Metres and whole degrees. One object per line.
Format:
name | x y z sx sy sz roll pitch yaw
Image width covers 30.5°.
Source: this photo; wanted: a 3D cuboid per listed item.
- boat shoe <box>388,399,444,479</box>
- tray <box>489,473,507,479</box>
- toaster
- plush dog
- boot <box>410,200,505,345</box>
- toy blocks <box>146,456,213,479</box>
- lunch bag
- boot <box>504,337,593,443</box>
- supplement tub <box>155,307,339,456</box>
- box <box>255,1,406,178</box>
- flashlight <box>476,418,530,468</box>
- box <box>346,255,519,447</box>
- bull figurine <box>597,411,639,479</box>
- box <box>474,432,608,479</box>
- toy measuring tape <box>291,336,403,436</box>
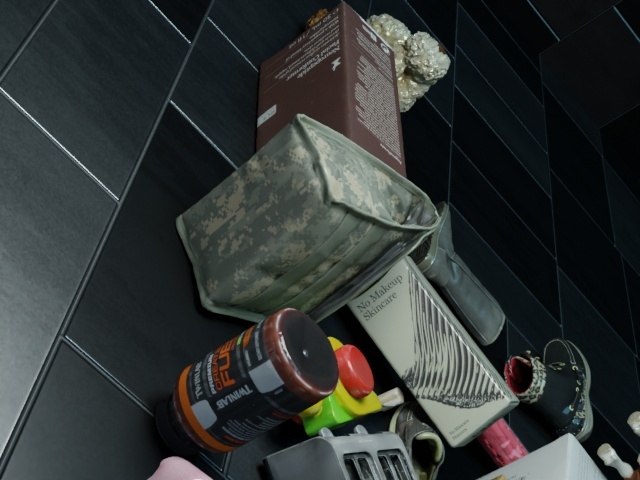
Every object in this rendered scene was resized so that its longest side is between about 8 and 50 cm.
boat shoe | 0.136 0.291 1.615 0.080 0.073 0.223 50 28 -13
tray | 0.190 0.447 1.314 0.203 0.076 0.411 57 24 -1
toaster | 0.036 0.315 1.383 0.168 0.110 0.186 10 53 -55
plush dog | 0.066 -0.313 2.076 0.225 0.211 0.262 25 11 -26
boot | 0.248 0.056 2.054 0.208 0.076 0.190 39 46 -19
toy blocks | -0.222 0.323 0.883 0.260 0.309 0.288 19 12 27
lunch bag | 0.000 0.000 1.517 0.287 0.235 0.169 21 39 -49
boot | 0.408 0.236 2.121 0.178 0.085 0.236 38 33 -29
supplement tub | -0.084 0.159 1.249 0.106 0.198 0.106 41 30 -30
box | 0.010 -0.168 1.769 0.143 0.191 0.381 39 31 -33
flashlight | 0.264 0.296 1.800 0.304 0.103 0.103 53 53 -11
box | 0.157 0.155 1.683 0.275 0.113 0.094 52 10 17
bull figurine | 0.460 0.355 1.591 0.188 0.101 0.310 44 26 -17
box | 0.349 0.477 1.618 0.345 0.215 0.168 52 26 -11
toy measuring tape | 0.028 0.181 1.527 0.121 0.121 0.330 63 18 12
